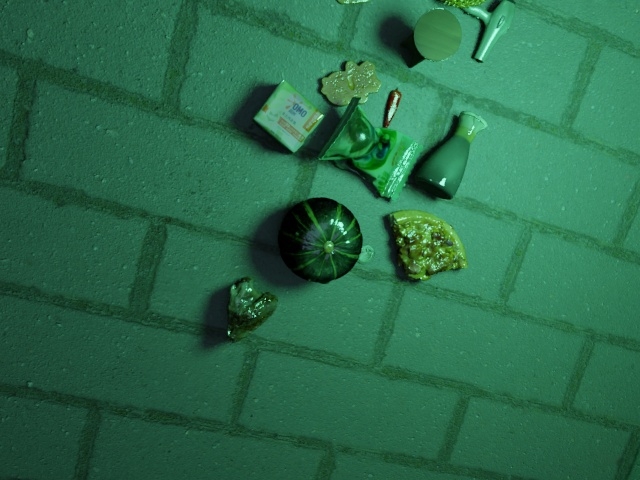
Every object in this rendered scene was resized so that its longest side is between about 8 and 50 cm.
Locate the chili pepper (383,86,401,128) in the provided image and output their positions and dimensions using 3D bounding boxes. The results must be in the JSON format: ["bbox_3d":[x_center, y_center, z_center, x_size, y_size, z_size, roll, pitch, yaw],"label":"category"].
[{"bbox_3d":[0.273,-0.505,1.668,0.045,0.027,0.178,17,99,-12],"label":"chili pepper"}]

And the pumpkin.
[{"bbox_3d":[0.000,0.000,1.613,0.322,0.241,0.324,-1,102,-6],"label":"pumpkin"}]

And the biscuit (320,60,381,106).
[{"bbox_3d":[0.111,-0.583,1.626,0.225,0.036,0.166,-24,102,0],"label":"biscuit"}]

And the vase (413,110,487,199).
[{"bbox_3d":[0.513,-0.333,1.677,0.173,0.173,0.321,31,88,-13],"label":"vase"}]

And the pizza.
[{"bbox_3d":[0.422,0.027,1.755,0.408,0.114,0.278,39,88,-11],"label":"pizza"}]

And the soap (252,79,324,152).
[{"bbox_3d":[-0.120,-0.444,1.565,0.199,0.138,0.182,39,92,-12],"label":"soap"}]

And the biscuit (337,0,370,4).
[{"bbox_3d":[0.125,-0.902,1.577,0.147,0.018,0.071,-9,104,-8],"label":"biscuit"}]

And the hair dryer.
[{"bbox_3d":[0.586,-0.807,1.648,0.266,0.092,0.229,9,105,4],"label":"hair dryer"}]

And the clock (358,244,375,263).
[{"bbox_3d":[0.183,0.059,1.770,0.074,0.010,0.083,41,93,-14],"label":"clock"}]

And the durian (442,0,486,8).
[{"bbox_3d":[0.537,-0.951,1.545,0.237,0.138,0.194,-22,66,-10],"label":"durian"}]

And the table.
[{"bbox_3d":[0.377,-0.703,1.544,0.166,0.227,0.167,-1,101,-7],"label":"table"}]

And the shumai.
[{"bbox_3d":[-0.295,0.250,1.680,0.218,0.184,0.185,-48,68,14],"label":"shumai"}]

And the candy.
[{"bbox_3d":[0.203,-0.330,1.628,0.397,0.172,0.263,26,100,-25],"label":"candy"}]
